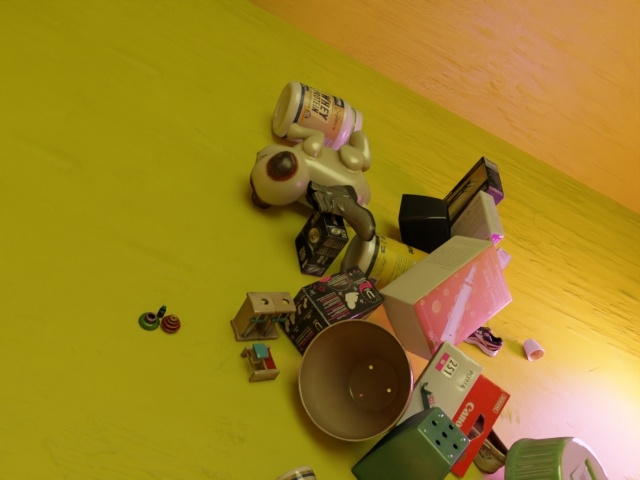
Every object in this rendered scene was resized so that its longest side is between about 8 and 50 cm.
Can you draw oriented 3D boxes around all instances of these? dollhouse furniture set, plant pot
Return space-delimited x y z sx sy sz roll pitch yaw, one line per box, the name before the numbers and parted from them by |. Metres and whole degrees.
dollhouse furniture set | -0.128 0.243 1.440 0.129 0.129 0.184 3 45 -35
plant pot | 0.227 0.510 1.318 0.165 0.234 0.165 47 38 17
plant pot | 0.109 0.356 1.417 0.284 0.284 0.191 55 6 26
plant pot | 0.389 -0.057 2.065 0.167 0.187 0.188 -5 33 19

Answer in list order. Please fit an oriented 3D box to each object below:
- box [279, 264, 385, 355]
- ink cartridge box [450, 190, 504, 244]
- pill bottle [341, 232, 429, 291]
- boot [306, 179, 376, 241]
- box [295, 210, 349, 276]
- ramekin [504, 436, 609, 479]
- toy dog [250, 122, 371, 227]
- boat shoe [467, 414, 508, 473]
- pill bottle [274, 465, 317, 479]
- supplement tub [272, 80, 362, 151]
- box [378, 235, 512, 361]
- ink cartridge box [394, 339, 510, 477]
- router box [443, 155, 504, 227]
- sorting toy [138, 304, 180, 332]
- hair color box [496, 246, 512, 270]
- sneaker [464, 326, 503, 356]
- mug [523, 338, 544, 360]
box | 0.032 0.198 1.584 0.247 0.163 0.142 -18 63 -46
ink cartridge box | 0.521 0.039 1.992 0.071 0.324 0.330 22 38 -12
pill bottle | 0.253 0.103 1.836 0.334 0.188 0.188 22 38 -16
boot | 0.054 -0.086 1.701 0.161 0.083 0.246 1 42 -31
box | 0.000 0.000 1.768 0.077 0.180 0.147 14 41 -27
ramekin | 0.628 0.657 1.450 0.303 0.148 0.303 24 51 -33
toy dog | -0.051 -0.205 1.931 0.407 0.284 0.395 3 64 -33
boat shoe | 0.434 0.509 1.593 0.104 0.089 0.285 -6 52 -40
pill bottle | -0.030 0.572 1.172 0.094 0.094 0.169 1 47 -36
supplement tub | -0.013 -0.486 2.267 0.316 0.228 0.228 15 40 -23
box | 0.379 0.167 1.691 0.345 0.168 0.215 -33 113 -22
ink cartridge box | 0.358 0.450 1.507 0.239 0.060 0.275 36 71 8
router box | 0.604 -0.157 2.290 0.081 0.309 0.243 28 36 -13
sorting toy | -0.390 0.189 1.378 0.102 0.042 0.061 14 40 -23
hair color box | 0.743 0.087 2.341 0.072 0.043 0.141 42 38 12
sneaker | 0.540 0.315 1.904 0.178 0.077 0.072 30 35 -4
mug | 0.757 0.392 2.008 0.062 0.078 0.064 -12 38 -4
